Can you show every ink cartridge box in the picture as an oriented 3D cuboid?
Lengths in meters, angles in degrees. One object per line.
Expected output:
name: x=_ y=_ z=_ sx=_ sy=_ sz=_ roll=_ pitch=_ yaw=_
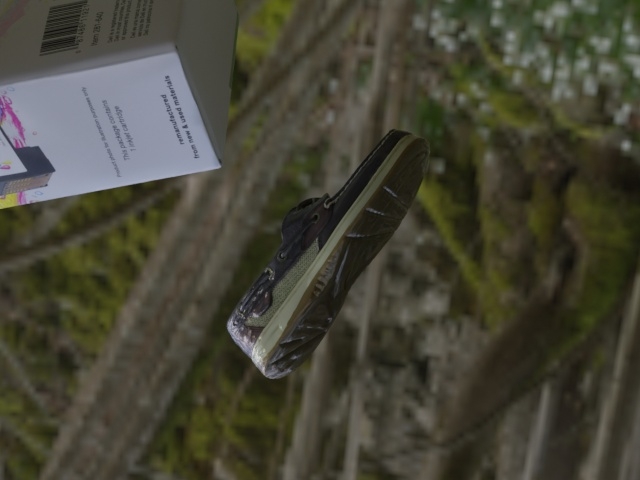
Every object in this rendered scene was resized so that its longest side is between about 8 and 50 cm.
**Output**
ink cartridge box: x=-0.212 y=-0.130 z=1.457 sx=0.278 sy=0.117 sz=0.201 roll=-10 pitch=-141 yaw=11

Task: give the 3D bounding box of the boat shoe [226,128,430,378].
boat shoe: x=0.000 y=0.001 z=1.541 sx=0.073 sy=0.223 sz=0.080 roll=37 pitch=-170 yaw=24
